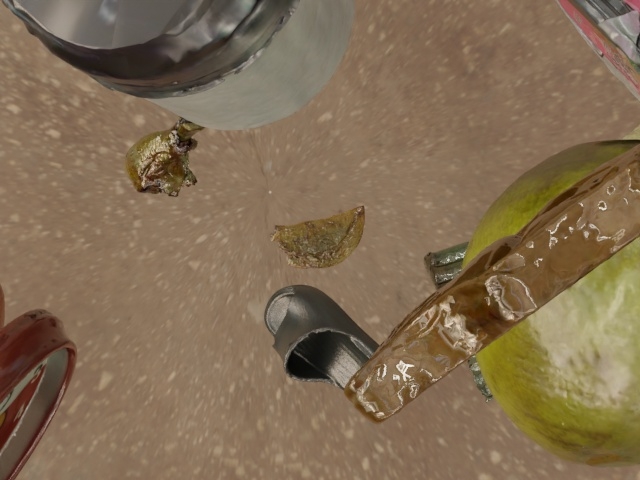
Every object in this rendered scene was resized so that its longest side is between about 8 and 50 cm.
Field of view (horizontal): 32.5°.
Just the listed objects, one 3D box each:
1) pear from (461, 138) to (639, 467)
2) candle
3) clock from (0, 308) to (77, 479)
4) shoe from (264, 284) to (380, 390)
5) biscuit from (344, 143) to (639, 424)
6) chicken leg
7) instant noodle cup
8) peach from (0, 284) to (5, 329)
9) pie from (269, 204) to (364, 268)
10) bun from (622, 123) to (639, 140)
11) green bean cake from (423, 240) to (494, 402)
[{"bbox_3d":[0.247,0.053,0.892,0.269,0.321,0.269,-1,57,1],"label":"pear"},{"bbox_3d":[-0.090,-0.205,0.867,0.221,0.342,0.221,-1,86,15],"label":"candle"},{"bbox_3d":[-0.359,0.206,1.099,0.080,0.318,0.318,32,91,4],"label":"clock"},{"bbox_3d":[-0.003,0.149,1.513,0.241,0.093,0.108,35,123,29],"label":"shoe"},{"bbox_3d":[0.090,0.009,0.455,0.215,0.182,0.034,-30,78,-33],"label":"biscuit"},{"bbox_3d":[-0.177,-0.104,1.320,0.093,0.178,0.070,25,57,-16],"label":"chicken leg"},{"bbox_3d":[0.377,-0.229,1.102,0.181,0.302,0.258,-42,112,13],"label":"instant noodle cup"},{"bbox_3d":[-0.532,0.079,1.453,0.232,0.257,0.232,4,126,6],"label":"peach"},{"bbox_3d":[0.000,0.000,1.807,0.170,0.034,0.092,-10,94,-18],"label":"pie"},{"bbox_3d":[0.460,-0.084,1.525,0.164,0.111,0.188,-7,114,-37],"label":"bun"},{"bbox_3d":[0.226,0.107,1.524,0.094,0.173,0.181,-23,133,3],"label":"green bean cake"}]
